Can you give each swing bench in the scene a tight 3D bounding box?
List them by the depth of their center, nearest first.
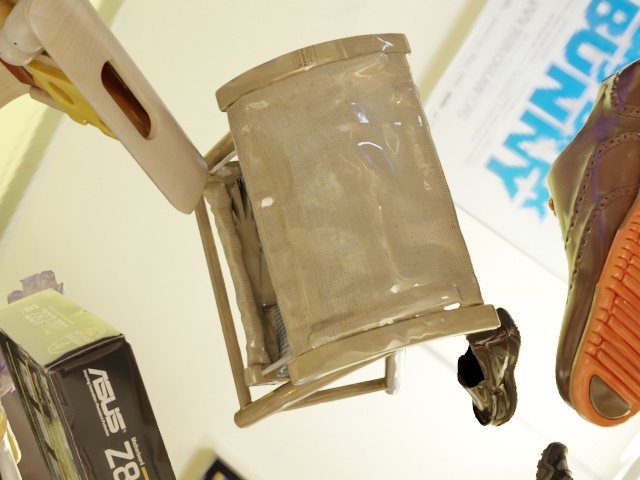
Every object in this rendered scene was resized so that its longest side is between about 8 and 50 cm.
[{"bbox_3d":[0.000,0.000,0.943,0.165,0.253,0.255,-10,162,-19],"label":"swing bench"}]

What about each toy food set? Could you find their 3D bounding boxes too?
[{"bbox_3d":[-0.241,-0.132,0.850,0.092,0.306,0.220,-52,140,-16],"label":"toy food set"}]

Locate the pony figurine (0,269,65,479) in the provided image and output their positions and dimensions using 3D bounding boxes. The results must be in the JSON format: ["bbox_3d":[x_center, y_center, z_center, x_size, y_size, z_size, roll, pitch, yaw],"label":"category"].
[{"bbox_3d":[-0.493,0.217,1.594,0.302,0.351,0.364,-10,124,-19],"label":"pony figurine"}]

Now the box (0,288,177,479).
[{"bbox_3d":[-0.233,0.267,1.209,0.097,0.395,0.318,-23,-165,-24],"label":"box"}]

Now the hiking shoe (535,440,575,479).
[{"bbox_3d":[0.387,0.413,1.699,0.086,0.114,0.227,74,20,-47],"label":"hiking shoe"}]

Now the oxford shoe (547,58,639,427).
[{"bbox_3d":[0.260,-0.006,0.963,0.130,0.132,0.364,43,60,-32],"label":"oxford shoe"}]

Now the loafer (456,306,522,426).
[{"bbox_3d":[0.215,0.175,1.480,0.078,0.080,0.220,-17,135,-12],"label":"loafer"}]
